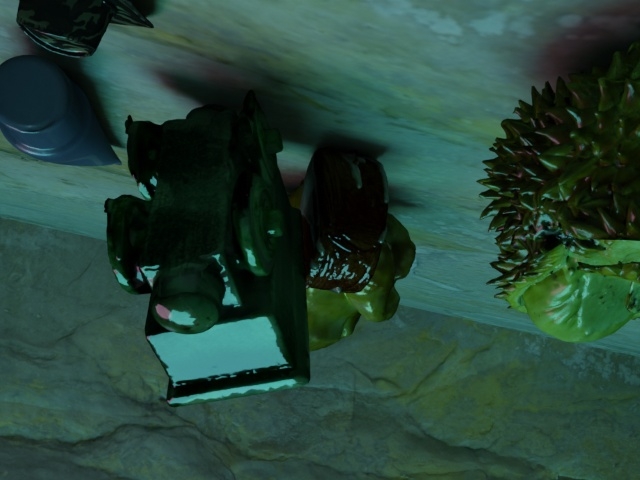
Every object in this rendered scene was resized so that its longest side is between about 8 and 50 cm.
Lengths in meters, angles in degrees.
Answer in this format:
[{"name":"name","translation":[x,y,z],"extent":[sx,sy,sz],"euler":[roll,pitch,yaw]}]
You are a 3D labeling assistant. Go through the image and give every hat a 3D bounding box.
[{"name":"hat","translation":[-0.176,-0.156,0.460],"extent":[0.121,0.050,0.121],"euler":[15,172,2]}]

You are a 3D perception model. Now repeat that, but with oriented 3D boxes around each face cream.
[{"name":"face cream","translation":[-0.295,-0.124,0.759],"extent":[0.135,0.086,0.385],"euler":[14,176,-15]}]

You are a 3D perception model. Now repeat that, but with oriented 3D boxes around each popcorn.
[{"name":"popcorn","translation":[0.001,0.032,0.949],"extent":[0.225,0.276,0.276],"euler":[51,159,-14]}]

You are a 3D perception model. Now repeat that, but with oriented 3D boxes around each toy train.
[{"name":"toy train","translation":[-0.094,-0.005,0.620],"extent":[0.145,0.266,0.202],"euler":[-10,132,6]}]

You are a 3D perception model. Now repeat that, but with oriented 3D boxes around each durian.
[{"name":"durian","translation":[0.198,-0.020,0.413],"extent":[0.200,0.177,0.237],"euler":[1,176,7]}]

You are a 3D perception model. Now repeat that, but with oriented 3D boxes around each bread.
[{"name":"bread","translation":[0.020,-0.022,0.740],"extent":[0.073,0.160,0.160],"euler":[7,173,-10]}]
